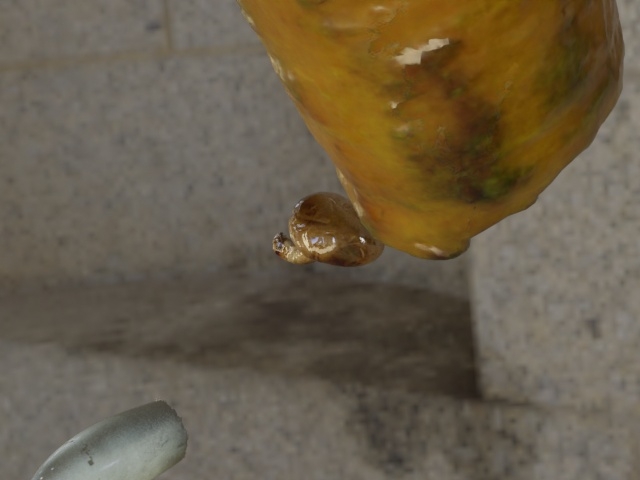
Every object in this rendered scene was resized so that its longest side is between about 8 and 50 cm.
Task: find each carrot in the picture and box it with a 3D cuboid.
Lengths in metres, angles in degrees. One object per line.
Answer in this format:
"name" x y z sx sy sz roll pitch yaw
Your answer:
"carrot" 0.066 -0.174 1.095 0.242 0.340 0.241 -12 46 12

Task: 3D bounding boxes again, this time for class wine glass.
"wine glass" -0.188 0.177 1.240 0.198 0.066 0.066 -22 18 -37

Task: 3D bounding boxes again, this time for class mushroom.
"mushroom" -0.003 -0.009 1.599 0.130 0.072 0.088 -3 31 39
